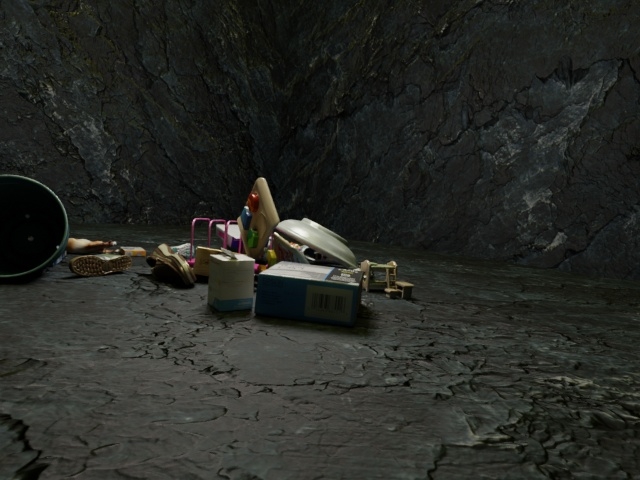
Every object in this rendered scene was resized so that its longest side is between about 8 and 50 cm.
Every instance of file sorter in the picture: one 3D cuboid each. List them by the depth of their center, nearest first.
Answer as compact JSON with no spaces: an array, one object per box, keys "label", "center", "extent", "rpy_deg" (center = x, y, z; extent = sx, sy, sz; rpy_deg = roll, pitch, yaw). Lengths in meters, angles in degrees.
[{"label":"file sorter","center":[-0.342,0.013,1.638],"extent":[0.290,0.182,0.202],"rpy_deg":[5,4,5]}]

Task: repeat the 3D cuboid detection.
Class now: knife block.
[{"label":"knife block","center":[-0.293,0.084,1.380],"extent":[0.241,0.088,0.275],"rpy_deg":[12,-4,-13]}]

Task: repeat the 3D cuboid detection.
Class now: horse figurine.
[{"label":"horse figurine","center":[-0.934,0.020,1.663],"extent":[0.263,0.066,0.174],"rpy_deg":[7,-1,-5]}]

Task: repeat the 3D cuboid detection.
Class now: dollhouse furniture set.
[{"label":"dollhouse furniture set","center":[0.183,0.122,1.352],"extent":[0.181,0.101,0.161],"rpy_deg":[3,5,-22]}]

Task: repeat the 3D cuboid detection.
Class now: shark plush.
[{"label":"shark plush","center":[0.165,0.123,1.644],"extent":[0.067,0.073,0.161],"rpy_deg":[-28,-8,31]}]

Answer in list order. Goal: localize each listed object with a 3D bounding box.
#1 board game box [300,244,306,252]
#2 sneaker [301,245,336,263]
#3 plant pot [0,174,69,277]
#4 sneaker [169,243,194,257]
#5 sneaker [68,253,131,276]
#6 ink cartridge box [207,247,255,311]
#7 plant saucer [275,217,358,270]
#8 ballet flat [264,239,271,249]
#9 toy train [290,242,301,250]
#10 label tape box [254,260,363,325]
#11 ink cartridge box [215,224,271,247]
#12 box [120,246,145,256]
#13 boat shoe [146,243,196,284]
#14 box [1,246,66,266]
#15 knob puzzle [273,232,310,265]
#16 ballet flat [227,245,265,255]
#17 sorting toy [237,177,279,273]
[{"label":"board game box","center":[0.003,0.060,2.248],"extent":[0.213,0.046,0.317],"rpy_deg":[5,5,8]},{"label":"sneaker","center":[0.021,0.071,1.961],"extent":[0.237,0.085,0.086],"rpy_deg":[6,20,22]},{"label":"plant pot","center":[-0.861,-0.023,1.200],"extent":[0.271,0.272,0.255],"rpy_deg":[3,-8,-22]},{"label":"sneaker","center":[-0.599,0.044,1.744],"extent":[0.076,0.065,0.166],"rpy_deg":[3,2,24]},{"label":"sneaker","center":[-0.696,0.076,1.295],"extent":[0.086,0.064,0.192],"rpy_deg":[-1,1,31]},{"label":"ink cartridge box","center":[-0.222,0.093,1.039],"extent":[0.089,0.143,0.092],"rpy_deg":[2,6,-32]},{"label":"plant saucer","center":[0.000,0.000,1.732],"extent":[0.400,0.101,0.400],"rpy_deg":[29,-1,1]},{"label":"ballet flat","center":[-0.359,0.012,2.261],"extent":[0.077,0.091,0.241],"rpy_deg":[-27,20,-36]},{"label":"toy train","center":[-0.159,0.046,2.017],"extent":[0.125,0.046,0.166],"rpy_deg":[-20,6,-8]},{"label":"label tape box","center":[-0.011,0.124,1.121],"extent":[0.240,0.106,0.333],"rpy_deg":[6,5,8]},{"label":"ink cartridge box","center":[-0.360,-0.017,1.942],"extent":[0.175,0.069,0.371],"rpy_deg":[0,9,-27]},{"label":"box","center":[-0.782,0.046,1.735],"extent":[0.081,0.028,0.136],"rpy_deg":[2,3,-33]},{"label":"boat shoe","center":[-0.470,0.091,1.289],"extent":[0.095,0.095,0.257],"rpy_deg":[-35,31,-25]},{"label":"box","center":[-0.971,0.047,1.412],"extent":[0.159,0.044,0.233],"rpy_deg":[3,5,-23]},{"label":"knob puzzle","center":[-0.079,0.071,1.404],"extent":[0.030,0.213,0.213],"rpy_deg":[-42,30,-26]},{"label":"ballet flat","center":[-0.370,0.041,2.055],"extent":[0.232,0.080,0.073],"rpy_deg":[11,-21,32]},{"label":"sorting toy","center":[-0.211,-0.029,1.405],"extent":[0.041,0.307,0.229],"rpy_deg":[2,-38,-34]}]
